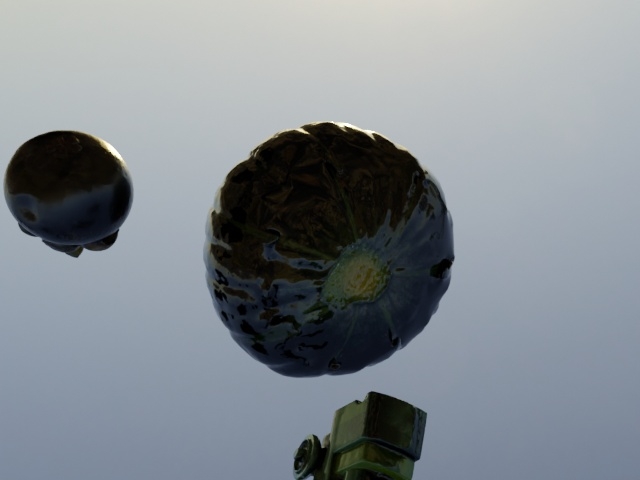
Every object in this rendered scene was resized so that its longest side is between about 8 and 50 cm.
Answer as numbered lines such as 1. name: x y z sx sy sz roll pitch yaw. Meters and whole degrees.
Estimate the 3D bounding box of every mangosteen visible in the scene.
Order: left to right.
1. mangosteen: -0.267 -0.043 1.166 0.137 0.151 0.137 6 -141 -5

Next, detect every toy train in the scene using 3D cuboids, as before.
1. toy train: 0.024 0.241 0.973 0.132 0.083 0.200 -41 -148 51

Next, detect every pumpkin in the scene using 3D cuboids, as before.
1. pumpkin: 0.000 0.000 1.274 0.296 0.295 0.296 -14 -156 6
